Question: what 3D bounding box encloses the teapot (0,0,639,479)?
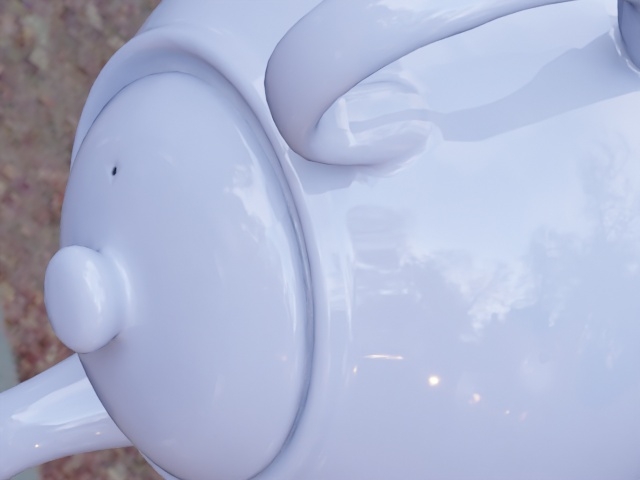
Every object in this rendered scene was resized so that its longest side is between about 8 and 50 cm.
[{"bbox_3d":[0.000,0.000,0.530,0.187,0.256,0.252,-10,26,-36],"label":"teapot"}]
